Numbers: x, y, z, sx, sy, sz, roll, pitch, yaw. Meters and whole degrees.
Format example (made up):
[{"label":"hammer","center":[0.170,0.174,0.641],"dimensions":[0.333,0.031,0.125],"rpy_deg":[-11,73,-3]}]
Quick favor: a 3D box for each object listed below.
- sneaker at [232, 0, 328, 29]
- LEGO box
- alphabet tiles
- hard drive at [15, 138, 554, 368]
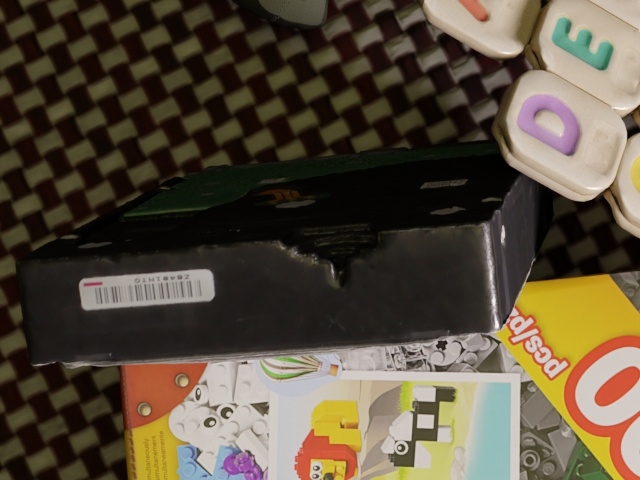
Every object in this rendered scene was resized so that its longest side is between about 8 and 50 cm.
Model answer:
[{"label":"sneaker","center":[0.015,-0.259,1.211],"dimensions":[0.108,0.100,0.271],"rpy_deg":[32,83,-21]},{"label":"LEGO box","center":[0.097,0.280,1.096],"dimensions":[0.372,0.193,0.500],"rpy_deg":[-7,84,3]},{"label":"alphabet tiles","center":[0.197,-0.129,1.063],"dimensions":[0.278,0.021,0.284],"rpy_deg":[29,59,-9]},{"label":"hard drive","center":[0.000,0.000,1.041],"dimensions":[0.237,0.339,0.064],"rpy_deg":[-5,100,11]}]
